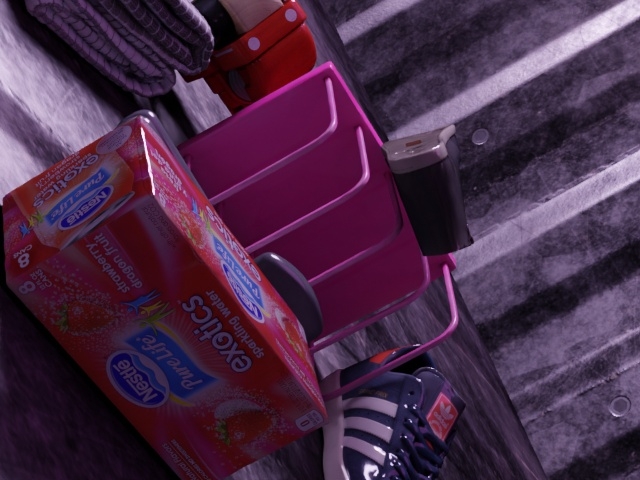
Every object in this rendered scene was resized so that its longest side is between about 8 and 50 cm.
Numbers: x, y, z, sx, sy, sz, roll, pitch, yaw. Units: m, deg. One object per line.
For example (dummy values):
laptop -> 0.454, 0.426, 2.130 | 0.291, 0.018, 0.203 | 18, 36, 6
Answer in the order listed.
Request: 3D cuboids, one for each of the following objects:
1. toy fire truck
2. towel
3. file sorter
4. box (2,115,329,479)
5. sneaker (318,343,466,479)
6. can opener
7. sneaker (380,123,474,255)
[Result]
toy fire truck -> -0.086, -0.175, 1.979 | 0.246, 0.158, 0.217 | 55, -23, -13
towel -> -0.232, -0.303, 1.765 | 0.235, 0.121, 0.284 | 64, 10, 25
file sorter -> 0.000, 0.000, 1.856 | 0.290, 0.202, 0.182 | 56, 13, -24
box -> -0.115, 0.053, 1.281 | 0.257, 0.128, 0.122 | 55, 11, -34
sneaker -> 0.090, 0.221, 1.810 | 0.131, 0.148, 0.350 | 55, 11, -29
can opener -> -0.096, -0.012, 1.683 | 0.283, 0.095, 0.076 | 59, 9, -11
sneaker -> 0.117, -0.053, 1.836 | 0.222, 0.083, 0.118 | -58, 132, -75
